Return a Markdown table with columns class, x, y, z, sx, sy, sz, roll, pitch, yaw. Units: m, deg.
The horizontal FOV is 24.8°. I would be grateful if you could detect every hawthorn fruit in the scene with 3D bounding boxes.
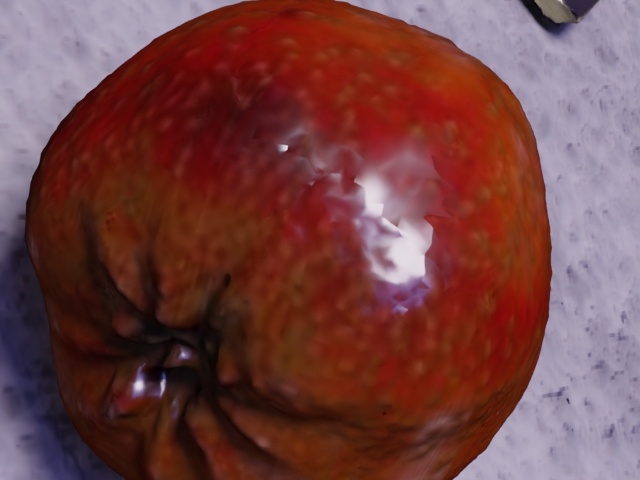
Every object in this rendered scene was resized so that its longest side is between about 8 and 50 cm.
| class | x | y | z | sx | sy | sz | roll | pitch | yaw |
| --- | --- | --- | --- | --- | --- | --- | --- | --- | --- |
| hawthorn fruit | 0.000 | 0.000 | 0.506 | 0.179 | 0.179 | 0.200 | 54 | 35 | -7 |

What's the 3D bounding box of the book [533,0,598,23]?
| class | x | y | z | sx | sy | sz | roll | pitch | yaw |
| --- | --- | --- | --- | --- | --- | --- | --- | --- | --- |
| book | 0.086 | -0.232 | 0.711 | 0.231 | 0.026 | 0.157 | 50 | 54 | -10 |
